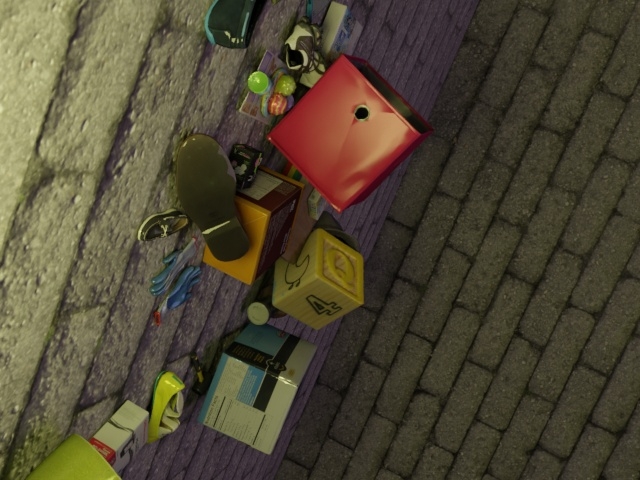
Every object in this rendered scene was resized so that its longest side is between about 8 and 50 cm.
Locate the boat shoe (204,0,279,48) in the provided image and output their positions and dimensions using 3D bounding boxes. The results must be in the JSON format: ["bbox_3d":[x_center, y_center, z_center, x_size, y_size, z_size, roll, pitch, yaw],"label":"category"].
[{"bbox_3d":[-0.097,-0.427,1.165,0.258,0.089,0.109,-64,167,-6],"label":"boat shoe"}]

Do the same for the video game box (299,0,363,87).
[{"bbox_3d":[0.029,-0.459,1.691,0.205,0.048,0.187,-67,169,7],"label":"video game box"}]

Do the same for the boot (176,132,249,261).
[{"bbox_3d":[-0.218,-0.097,1.336,0.112,0.115,0.305,-17,137,-7],"label":"boot"}]

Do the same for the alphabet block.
[{"bbox_3d":[-0.005,0.116,2.016,0.197,0.193,0.192,-35,-142,34],"label":"alphabet block"}]

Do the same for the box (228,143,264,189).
[{"bbox_3d":[-0.166,-0.158,1.469,0.083,0.052,0.062,-67,167,16],"label":"box"}]

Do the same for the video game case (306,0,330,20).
[{"bbox_3d":[0.007,-0.570,1.473,0.119,0.015,0.166,-55,164,-34],"label":"video game case"}]

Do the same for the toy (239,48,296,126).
[{"bbox_3d":[-0.091,-0.312,1.471,0.137,0.056,0.237,-65,167,7],"label":"toy"}]

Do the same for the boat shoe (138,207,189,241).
[{"bbox_3d":[-0.288,-0.025,1.266,0.125,0.038,0.046,-37,149,-64],"label":"boat shoe"}]

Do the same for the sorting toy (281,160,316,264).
[{"bbox_3d":[-0.077,-0.083,1.866,0.256,0.089,0.257,-64,167,-6],"label":"sorting toy"}]

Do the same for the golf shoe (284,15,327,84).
[{"bbox_3d":[-0.041,-0.398,1.507,0.094,0.077,0.198,-47,157,-15],"label":"golf shoe"}]

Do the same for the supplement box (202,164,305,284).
[{"bbox_3d":[-0.150,-0.040,1.572,0.194,0.129,0.191,-45,156,-55],"label":"supplement box"}]

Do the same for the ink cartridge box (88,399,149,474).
[{"bbox_3d":[-0.436,0.435,1.471,0.150,0.063,0.109,-49,160,-48],"label":"ink cartridge box"}]

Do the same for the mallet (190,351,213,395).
[{"bbox_3d":[-0.319,0.341,1.829,0.062,0.039,0.190,-55,159,-39],"label":"mallet"}]

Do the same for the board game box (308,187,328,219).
[{"bbox_3d":[0.015,-0.143,1.857,0.154,0.026,0.103,-60,167,-21],"label":"board game box"}]

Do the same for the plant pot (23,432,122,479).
[{"bbox_3d":[-0.472,0.531,1.168,0.293,0.274,0.275,-34,151,-34],"label":"plant pot"}]

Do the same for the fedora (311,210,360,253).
[{"bbox_3d":[0.000,0.000,2.135,0.275,0.243,0.124,84,4,-53],"label":"fedora"}]

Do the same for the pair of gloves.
[{"bbox_3d":[-0.302,0.085,1.448,0.159,0.023,0.198,-55,164,-38],"label":"pair of gloves"}]

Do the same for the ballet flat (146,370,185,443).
[{"bbox_3d":[-0.372,0.417,1.654,0.077,0.077,0.231,-43,154,-60],"label":"ballet flat"}]

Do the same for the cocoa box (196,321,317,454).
[{"bbox_3d":[-0.173,0.408,1.994,0.347,0.227,0.232,-47,159,-77],"label":"cocoa box"}]

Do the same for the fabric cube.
[{"bbox_3d":[0.077,-0.254,1.626,0.258,0.254,0.259,-44,177,19],"label":"fabric cube"}]

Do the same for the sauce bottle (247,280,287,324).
[{"bbox_3d":[-0.123,0.176,2.118,0.344,0.111,0.111,-31,144,-65],"label":"sauce bottle"}]
